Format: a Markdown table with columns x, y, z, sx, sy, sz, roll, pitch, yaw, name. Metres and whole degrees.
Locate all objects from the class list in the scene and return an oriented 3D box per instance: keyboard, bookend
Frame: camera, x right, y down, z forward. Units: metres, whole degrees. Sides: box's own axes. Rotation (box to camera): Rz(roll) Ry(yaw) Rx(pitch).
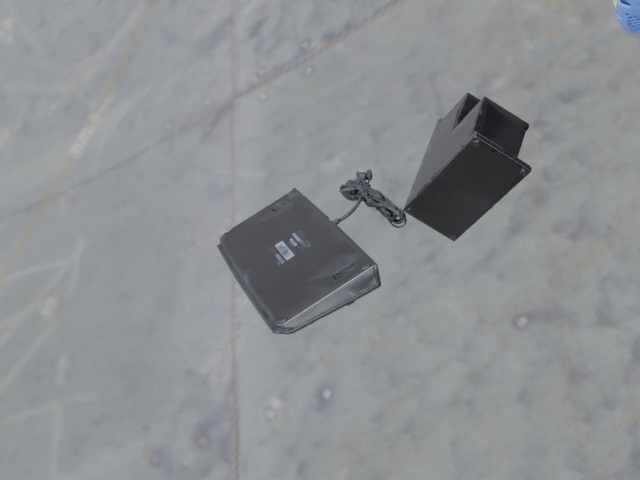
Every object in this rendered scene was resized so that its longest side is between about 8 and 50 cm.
| x | y | z | sx | sy | sz | roll | pitch | yaw | name |
| --- | --- | --- | --- | --- | --- | --- | --- | --- | --- |
| 0.000 | 0.000 | 1.142 | 0.201 | 0.033 | 0.317 | -33 | 23 | -5 | keyboard |
| 0.178 | -0.107 | 1.169 | 0.156 | 0.072 | 0.157 | -49 | 14 | 51 | bookend |

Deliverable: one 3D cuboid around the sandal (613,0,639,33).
| x | y | z | sx | sy | sz | roll | pitch | yaw | name |
| --- | --- | --- | --- | --- | --- | --- | --- | --- | --- |
| 0.523 | -0.361 | 1.486 | 0.317 | 0.126 | 0.138 | 130 | 128 | -74 | sandal |
